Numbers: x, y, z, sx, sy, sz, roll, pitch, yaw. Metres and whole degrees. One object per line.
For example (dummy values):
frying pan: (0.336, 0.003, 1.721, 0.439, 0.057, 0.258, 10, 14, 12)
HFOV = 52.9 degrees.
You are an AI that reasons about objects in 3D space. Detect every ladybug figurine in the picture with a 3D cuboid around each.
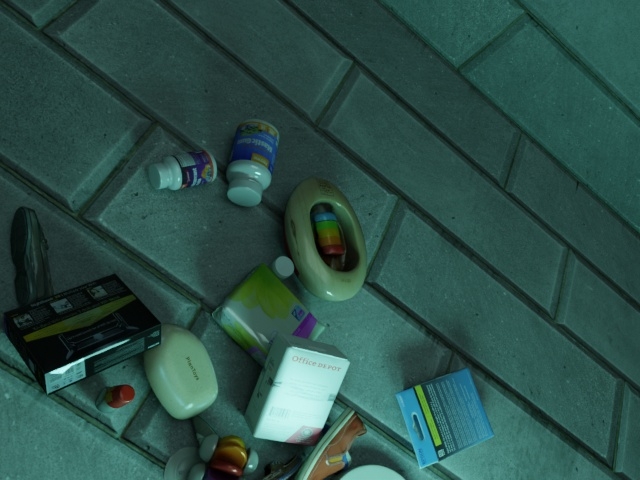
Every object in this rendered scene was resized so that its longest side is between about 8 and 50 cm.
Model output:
ladybug figurine: (0.000, 0.000, 2.154, 0.305, 0.162, 0.450, 7, 63, -36)

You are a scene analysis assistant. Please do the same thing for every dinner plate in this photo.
dinner plate: (-0.349, 0.626, 1.725, 0.141, 0.017, 0.141, 14, 60, -26)

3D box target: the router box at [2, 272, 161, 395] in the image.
router box: (-0.600, 0.226, 1.633, 0.308, 0.081, 0.243, -22, 47, -38)

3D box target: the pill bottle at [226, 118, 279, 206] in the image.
pill bottle: (-0.229, -0.255, 2.137, 0.152, 0.152, 0.272, 22, 57, -23)

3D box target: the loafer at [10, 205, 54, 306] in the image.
loafer: (-0.757, 0.044, 1.699, 0.084, 0.096, 0.268, 8, 69, -52)

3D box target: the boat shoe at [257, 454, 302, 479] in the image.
boat shoe: (-0.127, 0.660, 1.824, 0.183, 0.066, 0.066, -31, 79, -43)

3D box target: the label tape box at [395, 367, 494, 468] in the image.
label tape box: (0.395, 0.597, 2.171, 0.347, 0.115, 0.249, -10, 73, -33)

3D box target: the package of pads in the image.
package of pads: (-0.160, 0.251, 1.975, 0.296, 0.101, 0.229, 47, 50, -6)

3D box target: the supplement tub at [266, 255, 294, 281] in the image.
supplement tub: (-0.138, 0.100, 2.056, 0.071, 0.107, 0.071, 14, 61, -28)

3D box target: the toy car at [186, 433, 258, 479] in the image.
toy car: (-0.251, 0.604, 1.670, 0.159, 0.136, 0.182, 24, 86, -11)

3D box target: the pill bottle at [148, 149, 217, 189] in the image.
pill bottle: (-0.432, -0.217, 2.013, 0.193, 0.108, 0.108, -18, 79, -37)

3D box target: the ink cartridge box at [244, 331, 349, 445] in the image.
ink cartridge box: (-0.068, 0.427, 1.846, 0.207, 0.117, 0.283, 18, 98, -25)

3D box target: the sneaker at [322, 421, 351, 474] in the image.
sneaker: (0.030, 0.631, 1.945, 0.084, 0.058, 0.152, -24, 89, -47)

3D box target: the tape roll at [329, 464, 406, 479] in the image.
tape roll: (0.151, 0.869, 1.905, 0.391, 0.072, 0.392, 15, 60, -27)

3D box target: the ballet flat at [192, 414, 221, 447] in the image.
ballet flat: (-0.287, 0.568, 1.759, 0.213, 0.072, 0.068, 46, 56, -7)

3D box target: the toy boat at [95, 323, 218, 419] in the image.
toy boat: (-0.439, 0.370, 1.723, 0.318, 0.148, 0.268, -17, 83, -45)

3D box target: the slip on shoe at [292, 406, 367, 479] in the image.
slip on shoe: (0.020, 0.631, 1.852, 0.101, 0.123, 0.331, 40, 58, 8)
